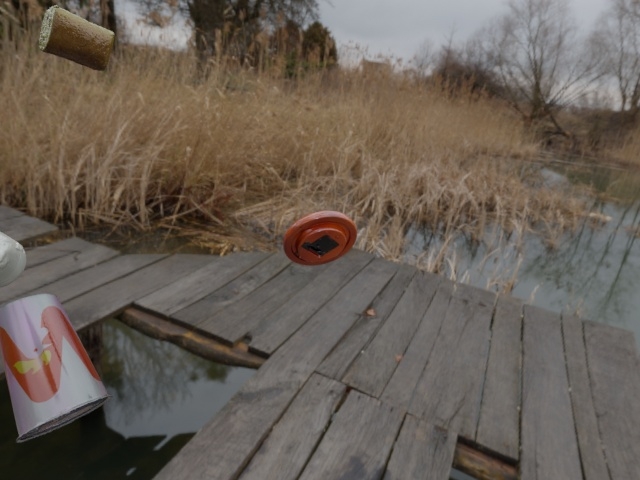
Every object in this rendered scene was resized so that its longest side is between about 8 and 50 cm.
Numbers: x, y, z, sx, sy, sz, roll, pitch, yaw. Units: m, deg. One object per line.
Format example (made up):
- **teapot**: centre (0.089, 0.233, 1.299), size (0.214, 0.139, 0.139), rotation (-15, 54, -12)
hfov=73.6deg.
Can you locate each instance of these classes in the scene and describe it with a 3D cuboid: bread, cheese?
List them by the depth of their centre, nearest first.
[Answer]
- **cheese**: centre (-0.906, 0.045, 1.160), size (0.197, 0.155, 0.189), rotation (26, -13, 8)
- **bread**: centre (-0.713, -0.587, 1.255), size (0.103, 0.132, 0.172), rotation (29, 14, 35)

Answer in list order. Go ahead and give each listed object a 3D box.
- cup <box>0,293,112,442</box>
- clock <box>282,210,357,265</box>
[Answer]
- **cup**: centre (-0.637, 0.281, 0.991), size (0.203, 0.203, 0.289), rotation (-14, 70, -48)
- **clock**: centre (0.000, 0.000, 1.149), size (0.205, 0.205, 0.051), rotation (0, 49, -22)
